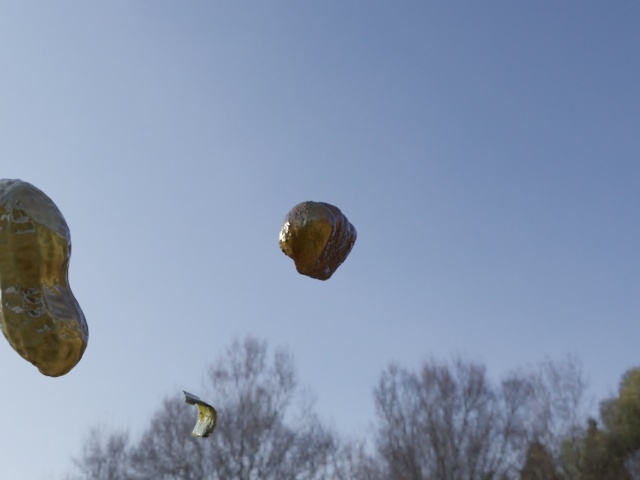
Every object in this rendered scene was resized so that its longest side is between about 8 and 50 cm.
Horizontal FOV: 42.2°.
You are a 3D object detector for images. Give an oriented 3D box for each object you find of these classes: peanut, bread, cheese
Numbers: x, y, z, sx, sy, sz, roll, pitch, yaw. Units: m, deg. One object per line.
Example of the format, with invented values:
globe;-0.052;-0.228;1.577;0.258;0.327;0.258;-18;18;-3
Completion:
peanut;-0.410;0.050;1.191;0.136;0.299;0.120;-17;-3;35
bread;0.002;0.001;1.416;0.084;0.124;0.344;33;1;13
cheese;-0.206;0.289;1.409;0.041;0.084;0.060;-23;2;-26
